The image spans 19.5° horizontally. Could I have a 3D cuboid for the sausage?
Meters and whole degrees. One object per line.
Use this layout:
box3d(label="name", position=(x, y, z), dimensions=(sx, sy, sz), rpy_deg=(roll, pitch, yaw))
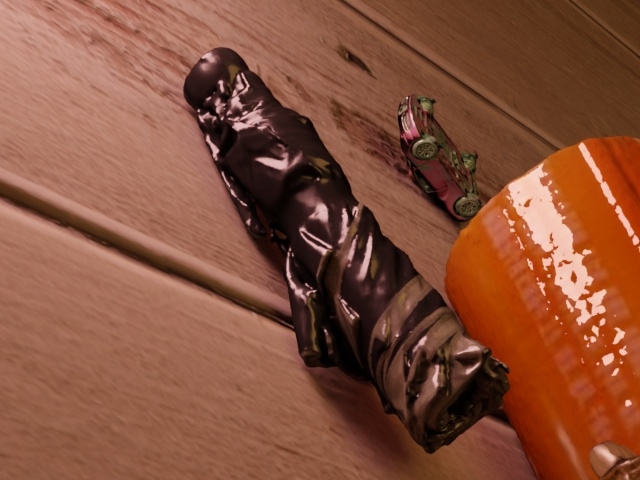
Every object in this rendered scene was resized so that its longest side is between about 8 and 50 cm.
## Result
box3d(label="sausage", position=(0.253, 0.092, 1.516), dimensions=(0.233, 0.233, 0.287), rpy_deg=(27, 33, -49))

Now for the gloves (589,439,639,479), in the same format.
box3d(label="gloves", position=(0.257, 0.292, 1.224), dimensions=(0.356, 0.203, 0.155), rpy_deg=(68, 8, 26))

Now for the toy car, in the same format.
box3d(label="toy car", position=(0.107, -0.076, 1.746), dimensions=(0.142, 0.055, 0.069), rpy_deg=(50, 25, -36))

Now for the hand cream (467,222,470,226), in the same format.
box3d(label="hand cream", position=(0.190, 0.018, 1.788), dimensions=(0.057, 0.037, 0.165), rpy_deg=(19, -9, 44))

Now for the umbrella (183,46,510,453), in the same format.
box3d(label="umbrella", position=(0.000, 0.003, 1.353), dimensions=(0.357, 0.106, 0.113), rpy_deg=(53, 9, 26))
